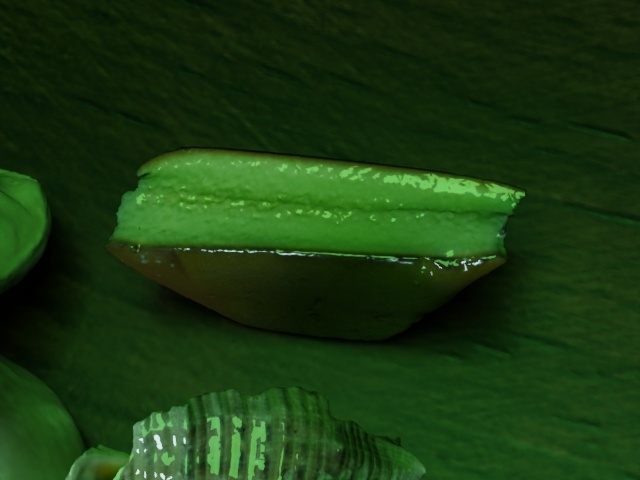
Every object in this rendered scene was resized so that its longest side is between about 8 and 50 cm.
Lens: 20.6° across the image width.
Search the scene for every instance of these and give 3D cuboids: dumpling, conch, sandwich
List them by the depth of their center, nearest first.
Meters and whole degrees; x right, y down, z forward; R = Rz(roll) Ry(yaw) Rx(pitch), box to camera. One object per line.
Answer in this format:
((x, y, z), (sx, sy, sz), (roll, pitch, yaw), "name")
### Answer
((-0.037, 0.163, 0.986), (0.178, 0.245, 0.163), (-56, 36, -1), "conch")
((0.000, 0.000, 1.129), (0.258, 0.096, 0.094), (6, 61, 13), "sandwich")
((-0.243, -0.005, 1.143), (0.136, 0.118, 0.199), (8, 32, 7), "dumpling")

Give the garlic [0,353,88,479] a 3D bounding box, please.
((-0.259, 0.119, 1.118), (0.318, 0.112, 0.143), (27, 75, 30), "garlic")
